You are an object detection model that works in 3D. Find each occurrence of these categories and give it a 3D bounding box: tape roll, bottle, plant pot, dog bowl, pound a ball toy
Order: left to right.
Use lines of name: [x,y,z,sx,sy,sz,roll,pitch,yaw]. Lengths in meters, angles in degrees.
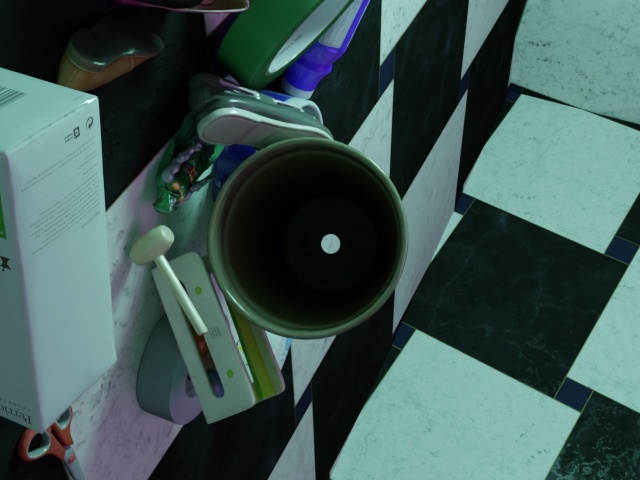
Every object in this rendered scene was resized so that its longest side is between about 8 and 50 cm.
tape roll: [-0.248,0.223,1.748,0.219,0.072,0.219,18,90,-73]
pound a ball toy: [-0.207,0.139,1.569,0.208,0.135,0.319,-10,77,-67]
dog bowl: [-0.095,-0.145,1.795,0.265,0.104,0.265,18,90,-71]
tape roll: [-0.032,-0.380,1.551,0.321,0.077,0.321,-44,-178,2]
plant pot: [0.000,0.000,1.631,0.280,0.323,0.323,9,99,-80]
bottle: [0.007,-0.399,1.784,0.092,0.118,0.283,5,129,-33]

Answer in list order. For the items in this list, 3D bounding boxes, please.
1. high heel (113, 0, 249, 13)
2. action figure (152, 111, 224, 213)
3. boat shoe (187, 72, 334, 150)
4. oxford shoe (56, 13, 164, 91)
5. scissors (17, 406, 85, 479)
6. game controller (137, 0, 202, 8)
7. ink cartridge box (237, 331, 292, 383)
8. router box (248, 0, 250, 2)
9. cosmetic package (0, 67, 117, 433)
high heel: [-0.194,-0.339,1.292,0.082,0.117,0.244,-67,166,16]
action figure: [-0.208,-0.128,1.542,0.137,0.063,0.232,69,36,-45]
boat shoe: [-0.088,-0.198,1.565,0.335,0.112,0.096,10,54,-55]
oxford shoe: [-0.280,-0.244,1.251,0.076,0.076,0.212,-47,178,30]
scissors: [-0.393,0.325,1.497,0.297,0.021,0.109,71,39,-59]
game controller: [-0.191,-0.446,1.140,0.067,0.166,0.319,-73,175,-74]
ink cartridge box: [-0.136,0.266,2.086,0.092,0.089,0.143,34,74,-72]
router box: [-0.066,-0.573,1.509,0.301,0.082,0.336,-47,149,-53]
cosmetic package: [-0.350,0.008,1.048,0.155,0.196,0.366,-49,149,-51]
